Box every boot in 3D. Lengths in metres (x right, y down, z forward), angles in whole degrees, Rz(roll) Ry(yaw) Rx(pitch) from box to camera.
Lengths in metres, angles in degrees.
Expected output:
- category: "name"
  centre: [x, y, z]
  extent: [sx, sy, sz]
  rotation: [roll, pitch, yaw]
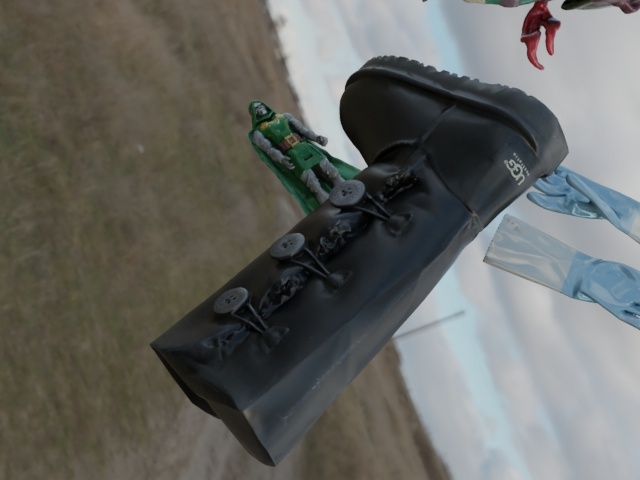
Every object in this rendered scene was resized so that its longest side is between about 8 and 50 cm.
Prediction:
- category: "boot"
  centre: [0.001, 0.000, 1.175]
  extent: [0.146, 0.445, 0.367]
  rotation: [50, -14, -26]

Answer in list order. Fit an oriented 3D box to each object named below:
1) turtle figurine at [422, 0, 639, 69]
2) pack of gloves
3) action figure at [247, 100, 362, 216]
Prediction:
- category: "turtle figurine"
  centre: [0.169, -0.195, 0.646]
  extent: [0.118, 0.175, 0.234]
  rotation: [37, -19, -20]
- category: "pack of gloves"
  centre: [0.327, -0.004, 1.233]
  extent: [0.195, 0.232, 0.046]
  rotation: [-57, 167, -40]
- category: "action figure"
  centre: [-0.026, -0.118, 1.559]
  extent: [0.232, 0.137, 0.063]
  rotation: [46, -30, 14]
